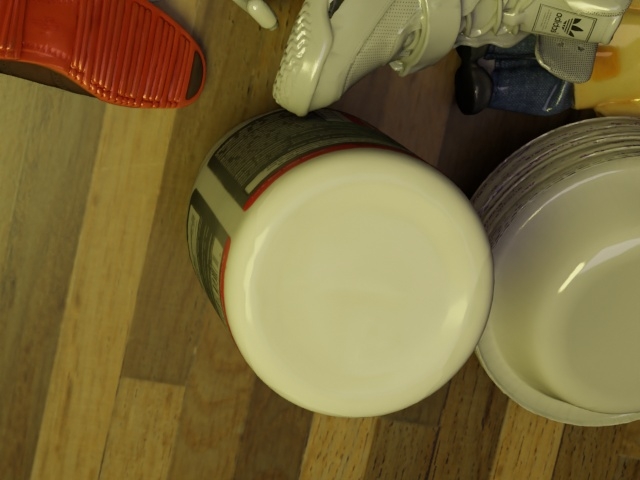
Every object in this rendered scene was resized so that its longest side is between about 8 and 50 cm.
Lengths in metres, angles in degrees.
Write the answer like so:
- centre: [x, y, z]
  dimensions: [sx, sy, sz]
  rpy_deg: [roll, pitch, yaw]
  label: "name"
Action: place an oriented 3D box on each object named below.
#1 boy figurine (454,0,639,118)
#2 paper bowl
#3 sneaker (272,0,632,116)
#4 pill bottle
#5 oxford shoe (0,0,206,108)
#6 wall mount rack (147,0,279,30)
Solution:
- centre: [0.265, -0.162, 1.782]
  dimensions: [0.285, 0.092, 0.177]
  rpy_deg: [-2, 100, -8]
  label: "boy figurine"
- centre: [0.269, 0.043, 1.764]
  dimensions: [0.284, 0.148, 0.284]
  rpy_deg: [-6, 119, -11]
  label: "paper bowl"
- centre: [0.132, -0.198, 1.633]
  dimensions: [0.210, 0.137, 0.366]
  rpy_deg: [37, 61, 9]
  label: "sneaker"
- centre: [0.000, 0.000, 1.618]
  dimensions: [0.210, 0.363, 0.210]
  rpy_deg: [-2, 103, -11]
  label: "pill bottle"
- centre: [-0.226, -0.176, 1.684]
  dimensions: [0.271, 0.098, 0.097]
  rpy_deg: [17, 82, -32]
  label: "oxford shoe"
- centre: [-0.072, -0.349, 1.617]
  dimensions: [0.350, 0.130, 0.304]
  rpy_deg: [-47, 128, 1]
  label: "wall mount rack"
